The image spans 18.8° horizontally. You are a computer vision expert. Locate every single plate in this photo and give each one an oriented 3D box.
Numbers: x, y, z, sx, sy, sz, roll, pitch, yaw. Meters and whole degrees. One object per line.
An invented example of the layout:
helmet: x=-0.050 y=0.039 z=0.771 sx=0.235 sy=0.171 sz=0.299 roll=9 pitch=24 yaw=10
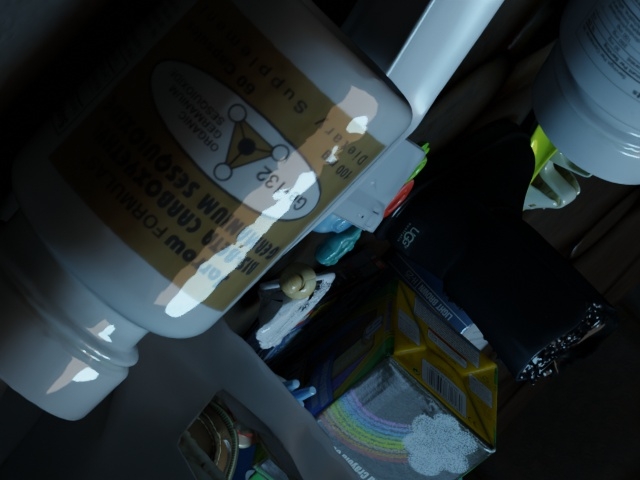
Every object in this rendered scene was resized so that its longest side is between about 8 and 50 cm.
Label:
plate: x=0.059 y=-0.129 z=1.123 sx=0.277 sy=0.045 sz=0.278 roll=-55 pitch=174 yaw=33

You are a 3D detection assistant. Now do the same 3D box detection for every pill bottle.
pill bottle: x=0.282 y=-0.179 z=1.474 sx=0.160 sy=0.160 sz=0.283 roll=-32 pitch=163 yaw=-40
pill bottle: x=-0.076 y=-0.026 z=0.950 sx=0.229 sy=0.131 sz=0.131 roll=-45 pitch=167 yaw=7

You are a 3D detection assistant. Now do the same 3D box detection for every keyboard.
keyboard: x=0.007 y=-0.057 z=1.263 sx=0.072 sy=0.014 sz=0.256 roll=-59 pitch=156 yaw=3

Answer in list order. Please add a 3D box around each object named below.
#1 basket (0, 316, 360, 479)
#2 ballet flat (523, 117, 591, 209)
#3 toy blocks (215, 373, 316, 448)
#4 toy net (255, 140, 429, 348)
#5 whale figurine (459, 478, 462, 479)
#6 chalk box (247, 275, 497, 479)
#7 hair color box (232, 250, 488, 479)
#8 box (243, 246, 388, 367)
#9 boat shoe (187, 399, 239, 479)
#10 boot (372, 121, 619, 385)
basket: x=-0.161 y=0.220 z=1.043 sx=0.331 sy=0.328 sz=0.266 roll=-27 pitch=161 yaw=-53
ballet flat: x=0.215 y=-0.076 z=1.776 sx=0.077 sy=0.077 sz=0.231 roll=-33 pitch=163 yaw=-41
toy blocks: x=-0.079 y=0.157 z=1.578 sx=0.123 sy=0.054 sz=0.148 roll=-33 pitch=-176 yaw=-40
toy net: x=0.000 y=0.000 z=1.460 sx=0.122 sy=0.045 sz=0.232 roll=-36 pitch=167 yaw=-36
whale figurine: x=0.064 y=0.292 z=1.777 sx=0.216 sy=0.141 sz=0.272 roll=-38 pitch=-178 yaw=-24
chalk box: x=0.032 y=0.163 z=1.655 sx=0.213 sy=0.132 sz=0.132 roll=-40 pitch=-161 yaw=25
hair color box: x=0.029 y=0.146 z=1.853 sx=0.347 sy=0.105 sz=0.174 roll=-47 pitch=166 yaw=13
box: x=-0.010 y=0.061 z=1.643 sx=0.137 sy=0.027 sz=0.094 roll=-26 pitch=161 yaw=-53
boat shoe: x=-0.188 y=0.237 z=1.480 sx=0.307 sy=0.111 sz=0.104 roll=-44 pitch=168 yaw=0
boot: x=0.167 y=0.013 z=1.626 sx=0.094 sy=0.207 sz=0.246 roll=-52 pitch=165 yaw=31
